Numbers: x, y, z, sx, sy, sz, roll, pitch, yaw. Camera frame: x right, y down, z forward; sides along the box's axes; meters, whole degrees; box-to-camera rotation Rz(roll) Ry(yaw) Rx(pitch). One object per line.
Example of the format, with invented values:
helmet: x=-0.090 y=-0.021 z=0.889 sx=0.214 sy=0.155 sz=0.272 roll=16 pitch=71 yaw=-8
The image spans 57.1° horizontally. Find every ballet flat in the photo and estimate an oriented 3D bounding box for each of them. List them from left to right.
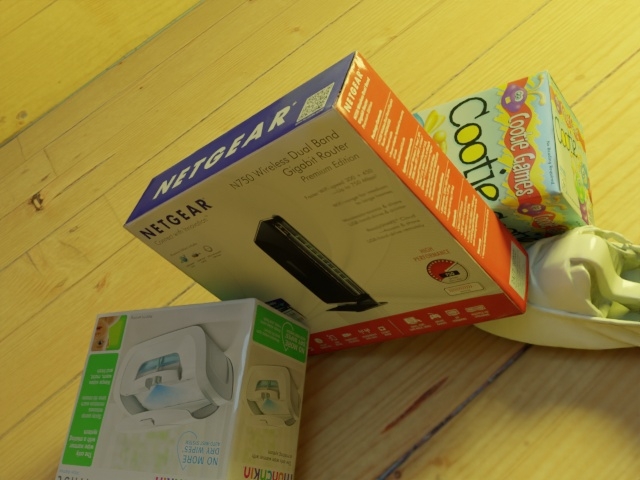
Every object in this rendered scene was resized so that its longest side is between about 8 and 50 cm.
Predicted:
ballet flat: x=0.322 y=0.043 z=0.593 sx=0.400 sy=0.139 sz=0.139 roll=6 pitch=53 yaw=37

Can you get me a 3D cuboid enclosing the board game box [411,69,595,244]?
board game box: x=0.162 y=-0.068 z=0.710 sx=0.275 sy=0.144 sz=0.142 roll=-12 pitch=67 yaw=35

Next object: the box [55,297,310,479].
box: x=-0.160 y=0.205 z=0.695 sx=0.262 sy=0.127 sz=0.231 roll=-8 pitch=62 yaw=31

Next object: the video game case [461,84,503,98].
video game case: x=0.252 y=-0.184 z=0.953 sx=0.119 sy=0.015 sz=0.166 roll=-16 pitch=43 yaw=18

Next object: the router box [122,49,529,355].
router box: x=0.000 y=0.000 z=0.646 sx=0.335 sy=0.301 sz=0.082 roll=-21 pitch=38 yaw=41
